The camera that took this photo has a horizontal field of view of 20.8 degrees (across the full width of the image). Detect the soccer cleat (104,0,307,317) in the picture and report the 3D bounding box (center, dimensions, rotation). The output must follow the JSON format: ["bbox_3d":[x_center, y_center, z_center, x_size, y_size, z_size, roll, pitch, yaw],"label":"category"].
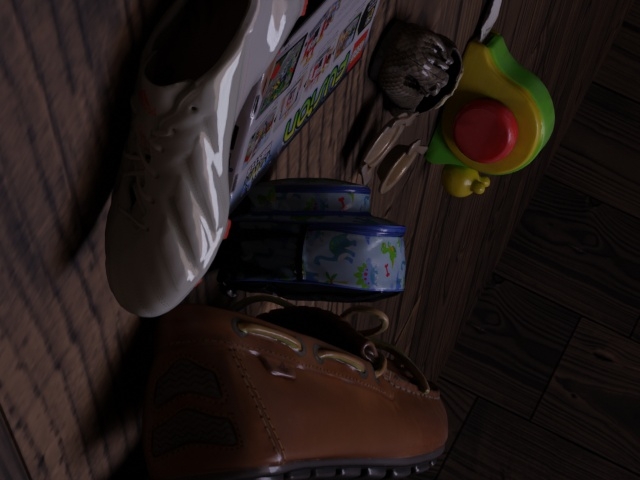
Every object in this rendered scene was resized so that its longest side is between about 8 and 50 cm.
[{"bbox_3d":[-0.069,-0.054,0.842,0.076,0.068,0.196,-3,118,-62],"label":"soccer cleat"}]

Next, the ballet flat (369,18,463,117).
[{"bbox_3d":[0.092,-0.138,1.463,0.084,0.058,0.250,-64,170,2],"label":"ballet flat"}]

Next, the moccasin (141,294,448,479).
[{"bbox_3d":[-0.013,0.101,1.217,0.380,0.139,0.147,11,70,-60],"label":"moccasin"}]

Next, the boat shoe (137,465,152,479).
[{"bbox_3d":[-0.119,0.227,1.153,0.121,0.119,0.335,-28,-168,20],"label":"boat shoe"}]

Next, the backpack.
[{"bbox_3d":[0.000,0.000,1.167,0.105,0.114,0.084,-3,98,-77],"label":"backpack"}]

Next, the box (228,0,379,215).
[{"bbox_3d":[-0.016,-0.112,1.027,0.207,0.036,0.114,-53,165,-49],"label":"box"}]

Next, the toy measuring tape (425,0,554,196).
[{"bbox_3d":[0.206,-0.179,1.805,0.121,0.121,0.330,-48,161,-59],"label":"toy measuring tape"}]

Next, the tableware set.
[{"bbox_3d":[0.035,-0.038,1.467,0.169,0.020,0.141,-53,168,4],"label":"tableware set"}]
